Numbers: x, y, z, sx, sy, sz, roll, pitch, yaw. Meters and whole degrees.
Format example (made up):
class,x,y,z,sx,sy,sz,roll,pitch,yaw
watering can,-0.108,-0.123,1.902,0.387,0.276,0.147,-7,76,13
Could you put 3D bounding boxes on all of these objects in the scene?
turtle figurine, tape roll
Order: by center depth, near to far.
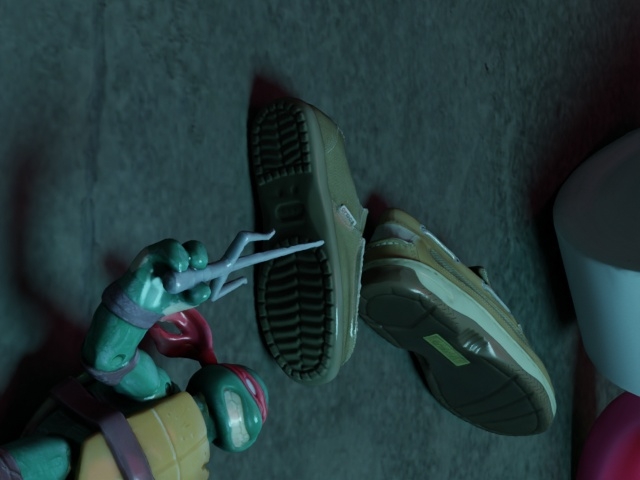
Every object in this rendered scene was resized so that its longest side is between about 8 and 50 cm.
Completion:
class,x,y,z,sx,sy,sz,roll,pitch,yaw
turtle figurine,-0.077,0.099,0.725,0.234,0.118,0.175,-30,100,-36
tape roll,0.299,-0.003,1.138,0.286,0.286,0.100,-45,125,-47

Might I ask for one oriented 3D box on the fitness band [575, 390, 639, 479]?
class,x,y,z,sx,sy,sz,roll,pitch,yaw
fitness band,0.239,0.233,1.115,0.054,0.209,0.291,0,88,-25

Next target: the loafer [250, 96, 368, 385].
class,x,y,z,sx,sy,sz,roll,pitch,yaw
loafer,0.000,0.000,0.892,0.050,0.056,0.148,-6,95,-50

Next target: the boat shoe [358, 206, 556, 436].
class,x,y,z,sx,sy,sz,roll,pitch,yaw
boat shoe,0.087,0.047,1.019,0.190,0.068,0.072,49,39,-44
